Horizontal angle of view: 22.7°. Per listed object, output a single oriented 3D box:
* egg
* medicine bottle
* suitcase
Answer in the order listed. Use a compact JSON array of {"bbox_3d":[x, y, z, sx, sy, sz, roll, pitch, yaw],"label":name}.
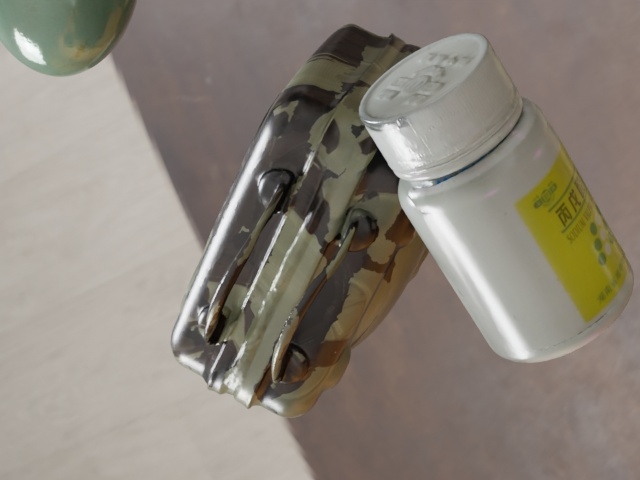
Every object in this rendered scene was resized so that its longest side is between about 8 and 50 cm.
[{"bbox_3d":[-0.264,-0.280,1.605,0.168,0.168,0.231,9,110,26],"label":"egg"},{"bbox_3d":[0.145,-0.034,1.322,0.143,0.143,0.258,-20,117,32],"label":"medicine bottle"},{"bbox_3d":[0.000,0.000,1.508,0.194,0.339,0.352,27,119,3],"label":"suitcase"}]
